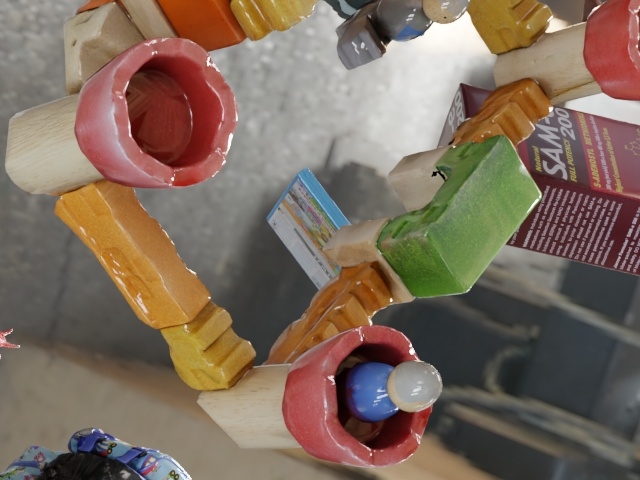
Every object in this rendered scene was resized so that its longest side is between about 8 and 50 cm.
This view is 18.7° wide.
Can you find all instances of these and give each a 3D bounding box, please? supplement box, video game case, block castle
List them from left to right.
[{"bbox_3d":[0.000,0.000,1.953,0.015,0.119,0.166,-35,175,-19],"label":"video game case"},{"bbox_3d":[0.050,-0.104,1.236,0.453,0.213,0.303,-48,113,-33],"label":"block castle"},{"bbox_3d":[0.219,-0.042,1.553,0.130,0.239,0.073,-92,-164,-56],"label":"supplement box"}]

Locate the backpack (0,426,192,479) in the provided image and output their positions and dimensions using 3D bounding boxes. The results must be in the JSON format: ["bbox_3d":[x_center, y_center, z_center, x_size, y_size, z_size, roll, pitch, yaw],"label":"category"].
[{"bbox_3d":[-0.180,0.219,1.504,0.117,0.173,0.158,-55,131,-24],"label":"backpack"}]

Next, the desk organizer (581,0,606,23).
[{"bbox_3d":[0.258,-0.209,1.492,0.130,0.050,0.047,-34,125,-11],"label":"desk organizer"}]

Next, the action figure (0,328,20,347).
[{"bbox_3d":[-0.414,0.051,1.992,0.139,0.091,0.280,4,58,-55],"label":"action figure"}]

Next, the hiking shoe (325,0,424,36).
[{"bbox_3d":[0.036,-0.328,1.895,0.113,0.304,0.132,-5,141,-29],"label":"hiking shoe"}]
